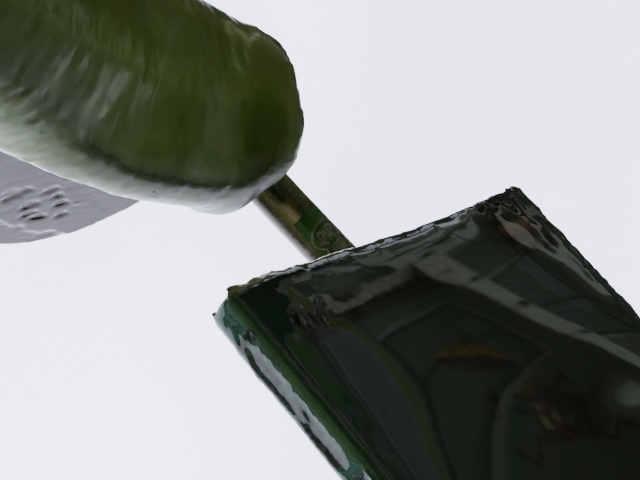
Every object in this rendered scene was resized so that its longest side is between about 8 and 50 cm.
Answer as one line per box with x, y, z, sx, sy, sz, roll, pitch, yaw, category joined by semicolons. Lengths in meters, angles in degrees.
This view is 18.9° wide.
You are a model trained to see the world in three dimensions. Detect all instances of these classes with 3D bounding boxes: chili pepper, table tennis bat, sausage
-0.059;-0.046;0.298;0.050;0.202;0.052;41;-89;25;chili pepper
-0.188;-0.019;1.109;0.234;0.131;0.022;-25;-114;20;table tennis bat
0.000;0.000;1.347;0.269;0.033;0.033;46;-109;-17;sausage

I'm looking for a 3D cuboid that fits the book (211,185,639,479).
0.144;0.139;0.948;0.379;0.031;0.264;50;-142;17;book
